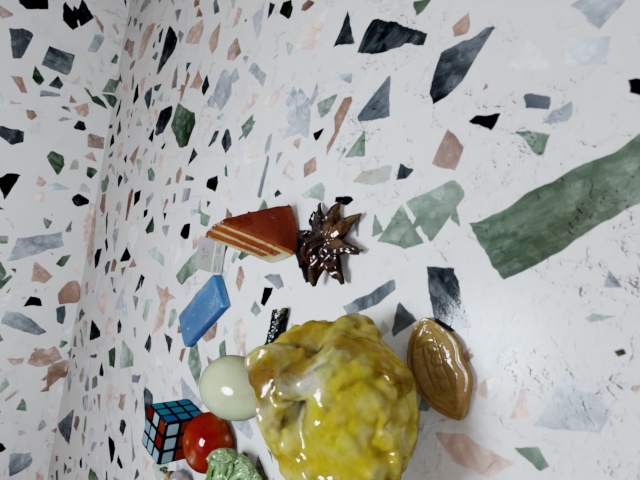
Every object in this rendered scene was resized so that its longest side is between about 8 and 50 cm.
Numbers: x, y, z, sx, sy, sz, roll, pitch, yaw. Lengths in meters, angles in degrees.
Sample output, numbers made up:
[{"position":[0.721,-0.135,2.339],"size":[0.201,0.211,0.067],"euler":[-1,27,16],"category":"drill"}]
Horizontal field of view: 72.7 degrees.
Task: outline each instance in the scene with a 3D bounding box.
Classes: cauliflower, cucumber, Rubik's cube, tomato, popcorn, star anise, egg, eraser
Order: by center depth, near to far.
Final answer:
[{"position":[0.035,0.357,0.958],"size":[0.390,0.344,0.354],"euler":[54,166,12],"category":"popcorn"},{"position":[0.000,0.000,1.205],"size":[0.272,0.103,0.271],"euler":[-13,70,43],"category":"star anise"},{"position":[-0.298,0.780,1.265],"size":[0.275,0.251,0.272],"euler":[47,114,41],"category":"cauliflower"},{"position":[-0.259,0.451,1.328],"size":[0.254,0.189,0.188],"euler":[8,89,43],"category":"egg"},{"position":[-0.139,0.287,1.339],"size":[0.053,0.053,0.181],"euler":[19,99,46],"category":"cucumber"},{"position":[-0.381,0.674,1.454],"size":[0.195,0.136,0.194],"euler":[-10,76,46],"category":"tomato"},{"position":[-0.537,0.696,1.595],"size":[0.162,0.161,0.163],"euler":[16,95,46],"category":"Rubik's cube"},{"position":[-0.453,0.274,1.670],"size":[0.312,0.043,0.144],"euler":[-45,53,31],"category":"eraser"}]

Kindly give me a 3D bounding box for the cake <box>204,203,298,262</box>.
[{"position":[-0.199,0.003,1.319],"size":[0.158,0.262,0.159],"euler":[-26,84,46],"category":"cake"}]

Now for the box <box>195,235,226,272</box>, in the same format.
[{"position":[-0.422,0.053,1.672],"size":[0.129,0.051,0.129],"euler":[7,87,47],"category":"box"}]

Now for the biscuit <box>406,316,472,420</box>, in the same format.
[{"position":[0.252,0.275,0.943],"size":[0.142,0.029,0.220],"euler":[-31,62,39],"category":"biscuit"}]

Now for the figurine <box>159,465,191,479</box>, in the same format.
[{"position":[-0.528,0.923,1.589],"size":[0.137,0.112,0.228],"euler":[26,115,54],"category":"figurine"}]
